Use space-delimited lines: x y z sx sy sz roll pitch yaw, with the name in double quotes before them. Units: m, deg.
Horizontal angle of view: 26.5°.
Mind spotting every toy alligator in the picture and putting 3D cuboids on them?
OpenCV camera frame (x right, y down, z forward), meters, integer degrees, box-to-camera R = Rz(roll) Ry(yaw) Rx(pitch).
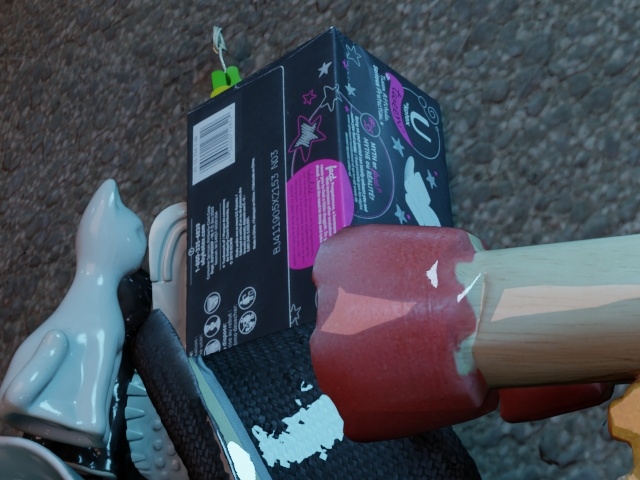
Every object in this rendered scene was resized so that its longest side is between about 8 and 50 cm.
"toy alligator" -0.073 -0.117 1.221 0.051 0.056 0.190 0 59 -3

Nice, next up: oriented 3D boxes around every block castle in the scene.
"block castle" 0.114 0.221 0.593 0.212 0.303 0.453 -8 83 23

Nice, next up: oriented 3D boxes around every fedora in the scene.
"fedora" 0.017 0.168 0.841 0.152 0.334 0.334 -27 45 -8

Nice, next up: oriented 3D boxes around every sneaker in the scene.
"sneaker" -0.104 0.085 1.123 0.095 0.090 0.235 101 178 -89

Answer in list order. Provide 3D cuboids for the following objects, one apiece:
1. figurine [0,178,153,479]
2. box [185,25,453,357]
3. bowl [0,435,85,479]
"figurine" -0.187 0.076 1.128 0.092 0.215 0.209 13 66 2
"box" 0.000 0.000 1.020 0.163 0.142 0.247 -26 51 33
"bowl" -0.216 0.320 1.033 0.311 0.163 0.312 -22 54 34
